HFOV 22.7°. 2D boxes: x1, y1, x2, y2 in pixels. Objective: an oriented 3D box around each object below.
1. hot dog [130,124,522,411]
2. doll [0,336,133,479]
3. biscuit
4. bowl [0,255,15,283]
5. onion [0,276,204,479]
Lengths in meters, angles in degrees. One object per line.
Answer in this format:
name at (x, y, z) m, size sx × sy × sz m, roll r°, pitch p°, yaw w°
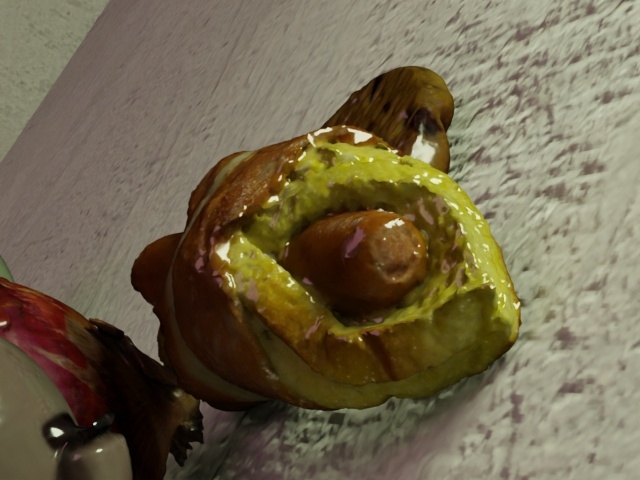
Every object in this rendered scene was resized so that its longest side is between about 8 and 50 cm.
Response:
hot dog at (-0.020, 0.013, 0.696) m, size 0.261 × 0.093 × 0.123 m, roll -11°, pitch 56°, yaw 53°
doll at (-0.143, 0.133, 0.636) m, size 0.182 × 0.257 × 0.117 m, roll -31°, pitch 4°, yaw 18°
biscuit at (0.000, 0.000, 0.846) m, size 0.212 × 0.036 × 0.212 m, roll -50°, pitch 18°, yaw 22°
bowl at (-0.366, 0.137, 1.365) m, size 0.354 × 0.185 × 0.354 m, roll -49°, pitch 16°, yaw 20°
onion at (-0.141, 0.103, 0.810) m, size 0.163 × 0.230 × 0.230 m, roll -20°, pitch 16°, yaw -4°
